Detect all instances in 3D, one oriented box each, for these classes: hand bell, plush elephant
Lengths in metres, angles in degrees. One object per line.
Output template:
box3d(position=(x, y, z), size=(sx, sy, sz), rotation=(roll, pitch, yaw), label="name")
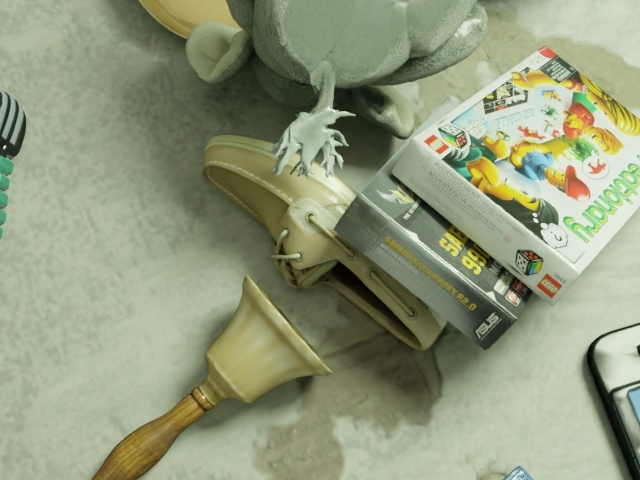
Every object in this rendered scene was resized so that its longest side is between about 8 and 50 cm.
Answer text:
box3d(position=(-0.119, 0.158, 1.070), size=(0.242, 0.126, 0.126), rotation=(-41, 77, -3), label="hand bell")
box3d(position=(0.009, -0.223, 1.108), size=(0.271, 0.255, 0.330), rotation=(20, 94, -16), label="plush elephant")

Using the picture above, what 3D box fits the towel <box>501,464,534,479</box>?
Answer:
box3d(position=(0.207, 0.280, 1.066), size=(0.067, 0.029, 0.119), rotation=(-39, 77, -14), label="towel")

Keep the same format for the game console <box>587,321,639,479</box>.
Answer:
box3d(position=(0.428, 0.176, 1.038), size=(0.250, 0.173, 0.293), rotation=(-15, 71, -8), label="game console")

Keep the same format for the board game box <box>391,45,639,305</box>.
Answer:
box3d(position=(0.224, -0.076, 1.105), size=(0.193, 0.053, 0.305), rotation=(40, 41, 11), label="board game box")

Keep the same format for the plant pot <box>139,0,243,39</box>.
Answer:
box3d(position=(-0.103, -0.323, 1.249), size=(0.236, 0.032, 0.236), rotation=(1, 81, -7), label="plant pot")

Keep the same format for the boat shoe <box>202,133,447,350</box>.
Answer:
box3d(position=(0.000, 0.000, 1.119), size=(0.302, 0.109, 0.098), rotation=(32, 71, 3), label="boat shoe")

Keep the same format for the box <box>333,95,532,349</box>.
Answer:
box3d(position=(0.143, -0.026, 1.092), size=(0.183, 0.056, 0.231), rotation=(39, 41, 4), label="box")

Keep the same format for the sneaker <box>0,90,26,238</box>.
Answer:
box3d(position=(-0.377, -0.048, 1.146), size=(0.098, 0.083, 0.224), rotation=(3, 66, 23), label="sneaker")
